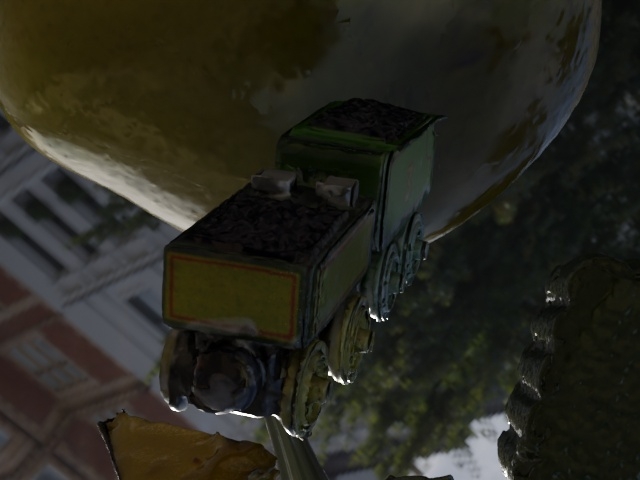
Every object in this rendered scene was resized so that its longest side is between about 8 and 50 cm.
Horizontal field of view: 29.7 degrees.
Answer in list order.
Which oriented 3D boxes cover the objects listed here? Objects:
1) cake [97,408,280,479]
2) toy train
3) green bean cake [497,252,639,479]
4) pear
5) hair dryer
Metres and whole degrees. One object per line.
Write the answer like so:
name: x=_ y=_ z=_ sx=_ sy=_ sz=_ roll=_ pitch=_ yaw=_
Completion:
cake: x=-0.112 y=0.181 z=0.830 sx=0.185 sy=0.080 sz=0.116 roll=4 pitch=-145 yaw=39
toy train: x=0.000 y=0.000 z=0.439 sx=0.060 sy=0.081 sz=0.202 roll=10 pitch=-160 yaw=14
green bean cake: x=0.391 y=0.195 z=1.402 sx=0.218 sy=0.319 sz=0.335 roll=-35 pitch=142 yaw=-86
pear: x=0.004 y=-0.116 z=0.715 sx=0.386 sy=0.340 sz=0.191 roll=-10 pitch=-140 yaw=-16
hair dryer: x=0.019 y=0.283 z=1.495 sx=0.225 sy=0.219 sz=0.088 roll=-43 pitch=167 yaw=18
